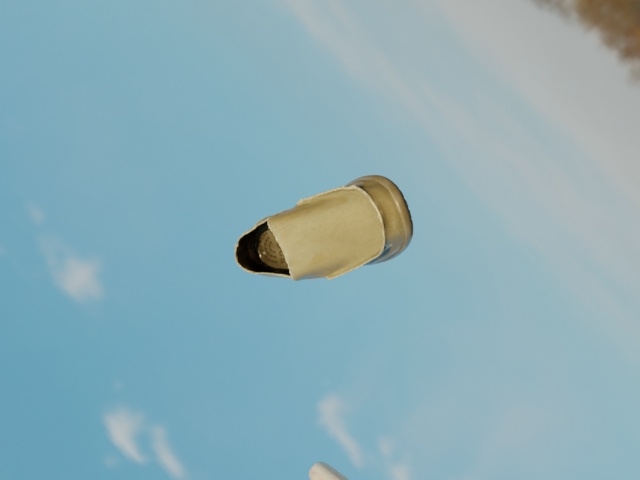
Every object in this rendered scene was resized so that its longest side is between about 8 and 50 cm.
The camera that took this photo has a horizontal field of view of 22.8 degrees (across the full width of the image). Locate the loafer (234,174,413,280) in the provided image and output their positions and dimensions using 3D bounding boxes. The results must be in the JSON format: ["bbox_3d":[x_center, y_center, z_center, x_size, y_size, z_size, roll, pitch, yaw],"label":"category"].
[{"bbox_3d":[0.000,0.000,0.969,0.050,0.148,0.056,-26,-87,-37],"label":"loafer"}]

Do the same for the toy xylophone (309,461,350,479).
[{"bbox_3d":[-0.031,0.206,0.646,0.081,0.236,0.323,12,172,-14],"label":"toy xylophone"}]
